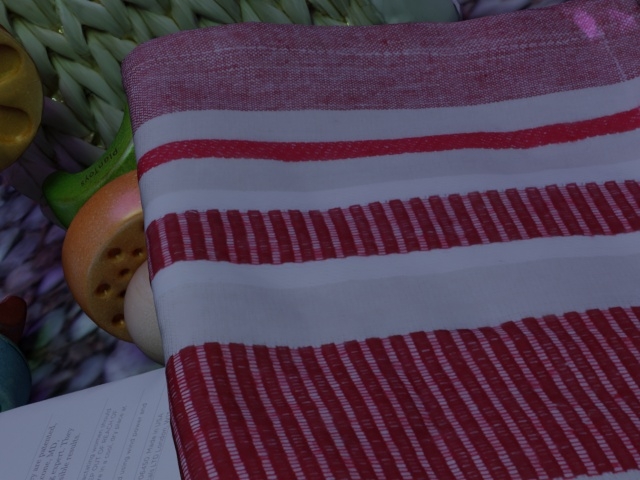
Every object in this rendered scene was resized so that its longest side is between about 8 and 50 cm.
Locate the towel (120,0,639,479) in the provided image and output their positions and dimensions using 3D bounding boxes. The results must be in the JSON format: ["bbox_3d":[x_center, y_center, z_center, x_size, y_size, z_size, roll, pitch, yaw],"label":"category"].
[{"bbox_3d":[0.056,0.000,0.569,0.237,0.037,0.329,-7,35,-7],"label":"towel"}]

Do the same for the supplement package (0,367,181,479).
[{"bbox_3d":[-0.111,0.158,0.593,0.244,0.139,0.134,-17,37,27],"label":"supplement package"}]

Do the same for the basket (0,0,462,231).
[{"bbox_3d":[-0.143,-0.216,0.915,0.266,0.328,0.331,-38,34,4],"label":"basket"}]

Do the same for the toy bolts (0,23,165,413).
[{"bbox_3d":[-0.162,0.022,0.769,0.228,0.218,0.158,-46,37,17],"label":"toy bolts"}]
